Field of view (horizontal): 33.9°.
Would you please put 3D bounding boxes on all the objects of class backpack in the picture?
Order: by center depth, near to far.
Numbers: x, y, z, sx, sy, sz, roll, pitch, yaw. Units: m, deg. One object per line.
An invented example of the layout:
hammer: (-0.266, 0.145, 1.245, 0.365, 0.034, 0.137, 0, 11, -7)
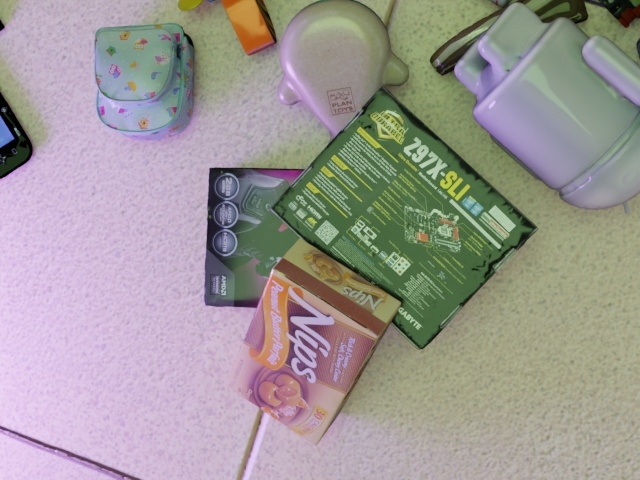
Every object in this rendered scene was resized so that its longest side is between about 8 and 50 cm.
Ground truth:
backpack: (-0.294, -0.262, 1.737, 0.166, 0.144, 0.188, -1, 93, 5)

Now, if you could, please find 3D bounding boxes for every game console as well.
game console: (-0.620, -0.280, 1.847, 0.213, 0.044, 0.361, -34, 84, 9)

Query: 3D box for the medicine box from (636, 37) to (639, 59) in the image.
medicine box: (0.577, -0.199, 1.509, 0.149, 0.263, 0.289, -15, 87, 10)

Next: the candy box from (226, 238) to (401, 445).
candy box: (-0.019, 0.164, 1.619, 0.183, 0.087, 0.316, 32, 136, 8)

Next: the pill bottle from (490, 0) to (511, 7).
pill bottle: (0.248, -0.446, 1.661, 0.160, 0.087, 0.087, 35, 96, 9)

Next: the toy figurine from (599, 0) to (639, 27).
toy figurine: (0.445, -0.438, 1.562, 0.148, 0.213, 0.209, -44, 78, 20)

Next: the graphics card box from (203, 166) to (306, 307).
graphics card box: (0.000, 0.000, 1.705, 0.371, 0.094, 0.232, 3, 91, 11)

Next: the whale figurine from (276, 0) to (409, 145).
whale figurine: (0.038, -0.257, 1.696, 0.216, 0.141, 0.272, -11, 112, 11)

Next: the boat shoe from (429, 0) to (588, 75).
boat shoe: (0.301, -0.318, 1.650, 0.258, 0.095, 0.095, -30, 91, 9)

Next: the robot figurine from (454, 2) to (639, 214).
robot figurine: (0.369, -0.186, 1.548, 0.353, 0.300, 0.199, 42, 63, -3)

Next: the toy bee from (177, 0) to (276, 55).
toy bee: (-0.145, -0.462, 1.721, 0.195, 0.162, 0.298, -3, 114, 3)

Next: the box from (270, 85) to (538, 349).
box: (0.125, -0.033, 1.597, 0.322, 0.079, 0.257, 43, 94, 7)
